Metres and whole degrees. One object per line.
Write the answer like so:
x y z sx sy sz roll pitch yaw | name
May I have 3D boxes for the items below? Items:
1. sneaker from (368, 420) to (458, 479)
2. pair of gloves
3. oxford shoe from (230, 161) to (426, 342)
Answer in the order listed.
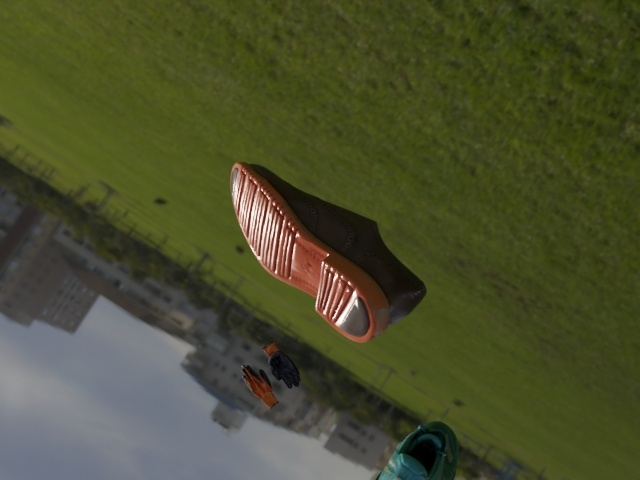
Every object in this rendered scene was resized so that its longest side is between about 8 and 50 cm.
0.166 0.339 1.389 0.107 0.110 0.275 33 -161 15 | sneaker
-0.070 0.191 1.264 0.074 0.083 0.010 50 -156 6 | pair of gloves
0.000 0.000 1.309 0.363 0.133 0.130 45 141 28 | oxford shoe
